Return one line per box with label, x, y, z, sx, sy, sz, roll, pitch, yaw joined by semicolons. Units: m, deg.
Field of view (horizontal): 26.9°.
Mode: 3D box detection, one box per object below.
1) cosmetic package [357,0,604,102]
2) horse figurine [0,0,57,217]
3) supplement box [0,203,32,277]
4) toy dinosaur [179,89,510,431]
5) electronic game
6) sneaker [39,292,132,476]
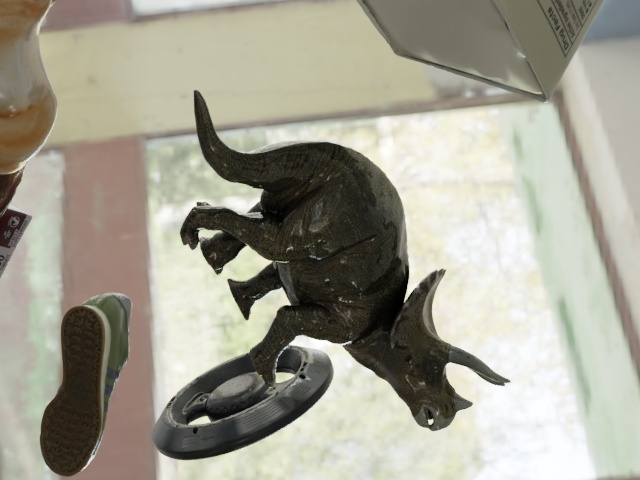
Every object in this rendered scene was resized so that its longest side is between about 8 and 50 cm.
cosmetic package;0.139;-0.259;0.849;0.296;0.129;0.153;-59;145;-12
horse figurine;-0.198;-0.087;0.716;0.066;0.174;0.263;45;-37;33
supplement box;-0.447;-0.009;1.503;0.239;0.073;0.130;20;98;-61
toy dinosaur;0.000;0.000;0.929;0.121;0.160;0.313;-110;174;-61
electronic game;-0.091;0.189;1.579;0.229;0.229;0.048;-102;170;-74
sneaker;-0.223;0.137;1.330;0.086;0.064;0.192;-43;149;-62
